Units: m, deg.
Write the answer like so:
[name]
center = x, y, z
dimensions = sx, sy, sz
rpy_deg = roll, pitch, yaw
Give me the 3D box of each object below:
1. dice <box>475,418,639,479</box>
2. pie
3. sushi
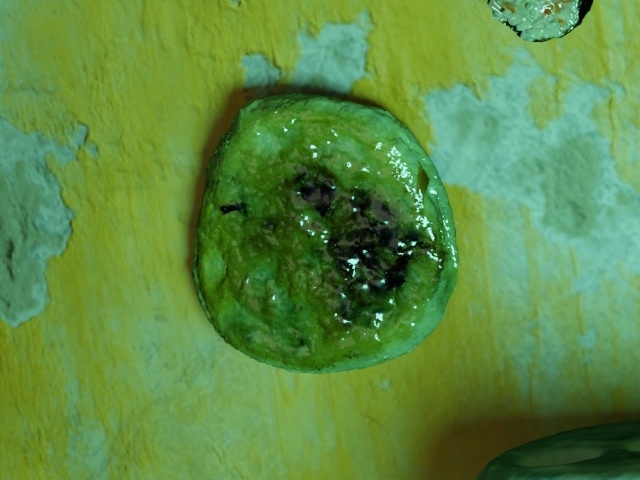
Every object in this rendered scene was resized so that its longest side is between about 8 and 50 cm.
[dice]
center = 0.336, 0.340, 1.442
dimensions = 0.328, 0.348, 0.330
rpy_deg = -5, 92, 41
[pie]
center = 0.000, 0.000, 1.683
dimensions = 0.323, 0.070, 0.323
rpy_deg = 6, 106, 21
[sushi]
center = 0.196, -0.260, 1.523
dimensions = 0.090, 0.078, 0.150
rpy_deg = -32, 90, 27
